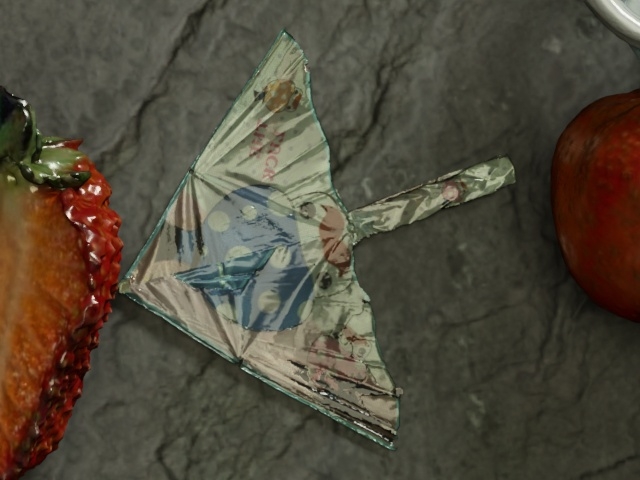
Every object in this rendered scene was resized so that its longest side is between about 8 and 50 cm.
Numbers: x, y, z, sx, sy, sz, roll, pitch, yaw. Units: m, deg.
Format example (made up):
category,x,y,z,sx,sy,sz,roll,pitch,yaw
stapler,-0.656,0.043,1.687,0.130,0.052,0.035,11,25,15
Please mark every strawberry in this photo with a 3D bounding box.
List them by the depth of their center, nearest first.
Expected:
category,x,y,z,sx,sy,sz,roll,pitch,yaw
strawberry,-0.223,0.029,1.314,0.188,0.106,0.286,6,96,25

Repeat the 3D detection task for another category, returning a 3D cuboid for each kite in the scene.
category,x,y,z,sx,sy,sz,roll,pitch,yaw
kite,0.000,0.000,1.355,0.314,0.011,0.335,-16,83,-2

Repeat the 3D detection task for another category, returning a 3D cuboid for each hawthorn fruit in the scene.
category,x,y,z,sx,sy,sz,roll,pitch,yaw
hawthorn fruit,0.253,-0.008,1.278,0.179,0.179,0.200,-4,105,1

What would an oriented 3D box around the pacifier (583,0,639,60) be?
category,x,y,z,sx,sy,sz,roll,pitch,yaw
pacifier,0.299,-0.219,1.267,0.244,0.233,0.299,-8,81,14
